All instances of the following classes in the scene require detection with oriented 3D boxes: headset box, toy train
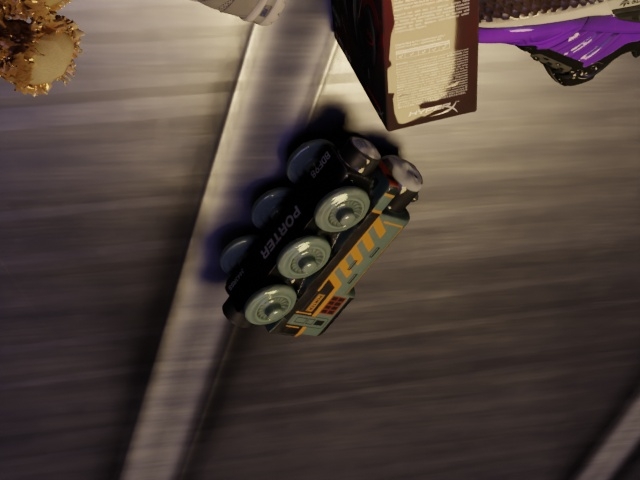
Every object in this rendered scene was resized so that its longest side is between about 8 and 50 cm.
[{"bbox_3d":[0.082,-0.302,1.037,0.110,0.218,0.293,-14,134,-8],"label":"headset box"},{"bbox_3d":[0.000,0.000,1.350,0.190,0.142,0.334,12,125,-43],"label":"toy train"}]

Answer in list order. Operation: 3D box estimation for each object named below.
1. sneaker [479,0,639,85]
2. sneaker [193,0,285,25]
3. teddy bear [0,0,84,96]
[{"bbox_3d":[0.299,-0.257,1.232,0.293,0.102,0.146,-9,134,-11],"label":"sneaker"},{"bbox_3d":[-0.066,-0.350,1.015,0.115,0.105,0.281,0,132,-27],"label":"sneaker"},{"bbox_3d":[-0.377,-0.209,0.876,0.338,0.113,0.245,-16,148,-9],"label":"teddy bear"}]
